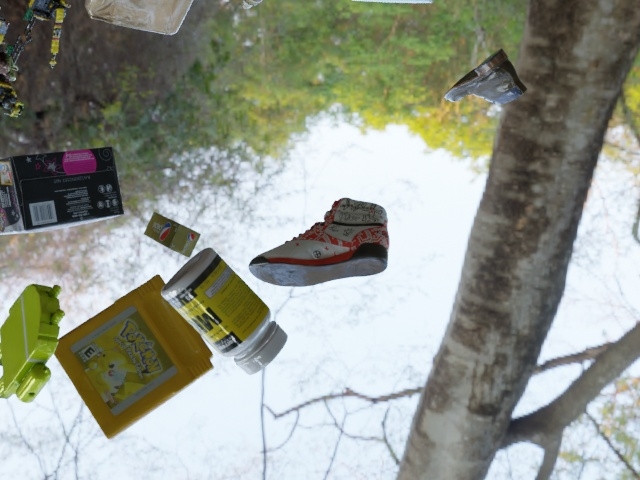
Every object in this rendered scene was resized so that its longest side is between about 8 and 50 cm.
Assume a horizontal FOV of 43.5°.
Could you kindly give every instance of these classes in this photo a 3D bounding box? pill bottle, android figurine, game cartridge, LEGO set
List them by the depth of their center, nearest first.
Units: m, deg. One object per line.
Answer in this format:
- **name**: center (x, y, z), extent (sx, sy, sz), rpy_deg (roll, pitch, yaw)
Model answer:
- **pill bottle**: center (-0.159, 0.123, 1.366), extent (0.119, 0.208, 0.119), rpy_deg (-40, -167, 11)
- **LEGO set**: center (-0.580, -0.325, 1.393), extent (0.255, 0.331, 0.192), rpy_deg (18, -144, -50)
- **android figurine**: center (-0.599, 0.201, 1.648), extent (0.056, 0.273, 0.248), rpy_deg (17, -144, -39)
- **game cartridge**: center (-0.461, 0.284, 1.991), extent (0.324, 0.052, 0.285), rpy_deg (-35, -102, -10)

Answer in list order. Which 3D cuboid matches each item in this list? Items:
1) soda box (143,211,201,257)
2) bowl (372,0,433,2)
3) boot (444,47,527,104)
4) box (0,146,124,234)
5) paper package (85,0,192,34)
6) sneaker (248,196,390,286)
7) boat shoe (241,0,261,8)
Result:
- **soda box**: center (-0.340, -0.014, 1.823), extent (0.058, 0.061, 0.181), rpy_deg (27, 176, -31)
- **bowl**: center (0.076, -0.535, 1.365), extent (0.163, 0.311, 0.311), rpy_deg (-15, -155, 15)
- **boot**: center (0.360, -0.329, 1.768), extent (0.082, 0.106, 0.219), rpy_deg (-42, -175, -23)
- **box**: center (-0.581, -0.108, 1.752), extent (0.142, 0.163, 0.247), rpy_deg (-4, -173, 42)
- **paper package**: center (-0.262, -0.565, 1.318), extent (0.168, 0.325, 0.309), rpy_deg (10, -120, -25)
- **sneaker**: center (0.001, 0.001, 1.514), extent (0.270, 0.090, 0.145), rpy_deg (-7, -127, 19)
- **boat shoe**: center (-0.128, -0.583, 1.750), extent (0.072, 0.068, 0.190), rpy_deg (-31, -153, 58)
